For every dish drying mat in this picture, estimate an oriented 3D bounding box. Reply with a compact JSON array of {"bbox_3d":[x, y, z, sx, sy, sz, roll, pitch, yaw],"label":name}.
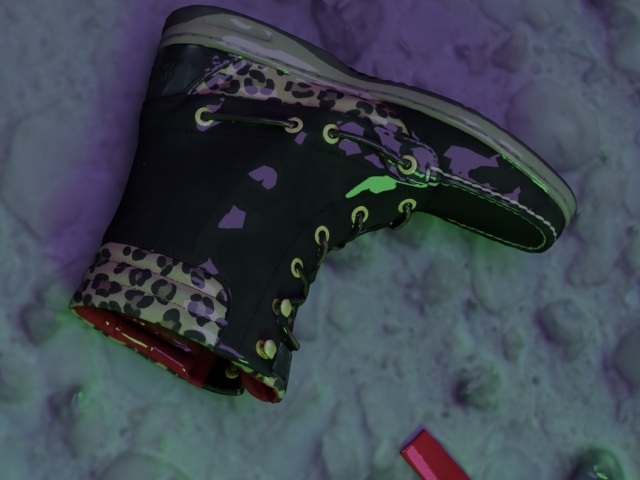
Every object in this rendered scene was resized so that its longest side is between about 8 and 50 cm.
[{"bbox_3d":[0.105,0.201,1.646,0.032,0.008,0.083,-43,94,-23],"label":"dish drying mat"}]

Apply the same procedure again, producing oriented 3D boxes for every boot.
[{"bbox_3d":[0.000,0.000,1.586,0.377,0.138,0.284,25,68,-9],"label":"boot"}]
